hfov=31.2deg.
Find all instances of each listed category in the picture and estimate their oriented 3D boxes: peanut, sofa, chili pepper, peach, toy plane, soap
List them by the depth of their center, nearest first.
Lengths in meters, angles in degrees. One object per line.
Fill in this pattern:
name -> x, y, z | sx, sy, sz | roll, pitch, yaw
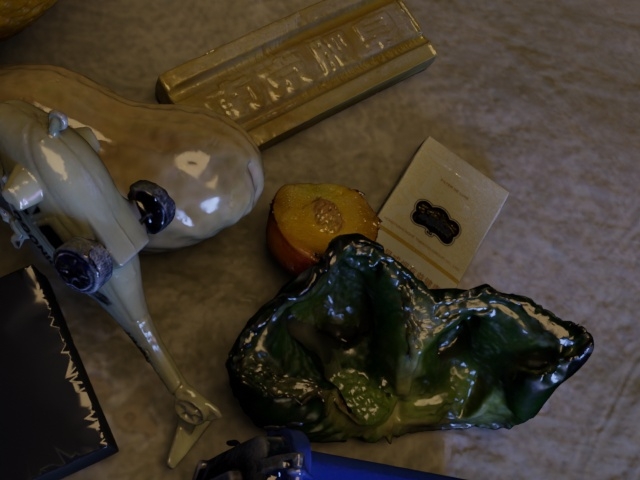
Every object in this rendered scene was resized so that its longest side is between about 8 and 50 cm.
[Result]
toy plane -> -0.144, 0.030, 0.790 | 0.286, 0.108, 0.092 | 59, 42, -19
sofa -> -0.211, 0.100, 0.815 | 0.085, 0.060, 0.147 | -24, 79, -9
peanut -> -0.170, -0.060, 0.854 | 0.257, 0.123, 0.123 | 14, 66, -3
chili pepper -> 0.053, 0.082, 0.873 | 0.265, 0.148, 0.116 | 0, 51, -16
peach -> 0.000, -0.001, 0.916 | 0.098, 0.061, 0.098 | 12, 44, -12
soap -> -0.015, -0.146, 0.985 | 0.252, 0.037, 0.092 | -30, 83, -27

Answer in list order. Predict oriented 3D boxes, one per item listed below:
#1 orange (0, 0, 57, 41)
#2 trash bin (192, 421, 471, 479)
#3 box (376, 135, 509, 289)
orange -> -0.313, -0.292, 0.775 | 0.357, 0.322, 0.322 | 25, 64, -12
trash bin -> 0.034, 0.221, 0.786 | 0.235, 0.184, 0.162 | 11, 68, -21
box -> 0.087, -0.003, 0.972 | 0.090, 0.024, 0.167 | 36, 62, -4
